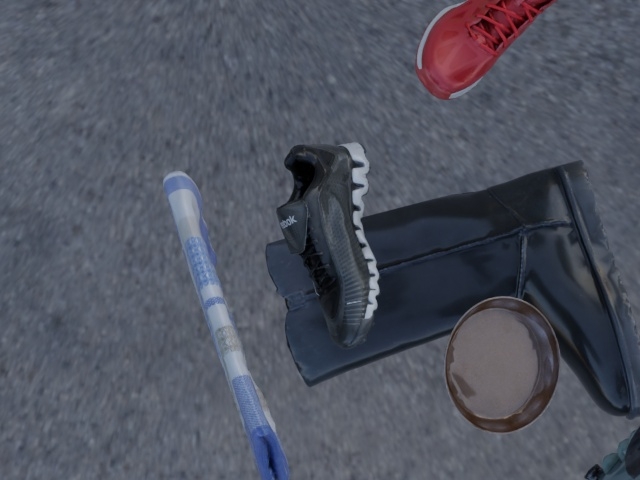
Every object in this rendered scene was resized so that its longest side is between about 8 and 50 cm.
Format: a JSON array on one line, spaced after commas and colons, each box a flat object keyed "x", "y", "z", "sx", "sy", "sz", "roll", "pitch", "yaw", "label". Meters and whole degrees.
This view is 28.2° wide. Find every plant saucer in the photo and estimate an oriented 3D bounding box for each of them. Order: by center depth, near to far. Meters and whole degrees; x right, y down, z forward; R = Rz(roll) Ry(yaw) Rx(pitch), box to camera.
[{"x": 0.218, "y": 0.152, "z": 1.563, "sx": 0.168, "sy": 0.029, "sz": 0.168, "roll": 1, "pitch": 89, "yaw": -26, "label": "plant saucer"}]

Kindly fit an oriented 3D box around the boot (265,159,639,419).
[{"x": 0.176, "y": 0.112, "z": 1.703, "sx": 0.445, "sy": 0.146, "sz": 0.367, "roll": -15, "pitch": 68, "yaw": 3, "label": "boot"}]

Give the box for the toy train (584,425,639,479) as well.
[{"x": 0.374, "y": 0.257, "z": 1.255, "sx": 0.190, "sy": 0.334, "sz": 0.142, "roll": 41, "pitch": 68, "yaw": 11, "label": "toy train"}]

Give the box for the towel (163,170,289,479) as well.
[{"x": -0.090, "y": 0.090, "z": 1.245, "sx": 0.034, "sy": 0.209, "sz": 0.285, "roll": -19, "pitch": 65, "yaw": -6, "label": "towel"}]

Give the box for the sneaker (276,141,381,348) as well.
[{"x": 0.000, "y": 0.000, "z": 1.339, "sx": 0.106, "sy": 0.078, "sz": 0.234, "roll": 9, "pitch": 67, "yaw": -30, "label": "sneaker"}]

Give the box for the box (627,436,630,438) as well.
[{"x": 0.399, "y": 0.410, "z": 1.669, "sx": 0.063, "sy": 0.067, "sz": 0.324, "roll": 6, "pitch": 113, "yaw": -13, "label": "box"}]

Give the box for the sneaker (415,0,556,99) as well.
[{"x": 0.194, "y": -0.246, "z": 1.348, "sx": 0.087, "sy": 0.128, "sz": 0.221, "roll": 43, "pitch": 62, "yaw": -9, "label": "sneaker"}]
